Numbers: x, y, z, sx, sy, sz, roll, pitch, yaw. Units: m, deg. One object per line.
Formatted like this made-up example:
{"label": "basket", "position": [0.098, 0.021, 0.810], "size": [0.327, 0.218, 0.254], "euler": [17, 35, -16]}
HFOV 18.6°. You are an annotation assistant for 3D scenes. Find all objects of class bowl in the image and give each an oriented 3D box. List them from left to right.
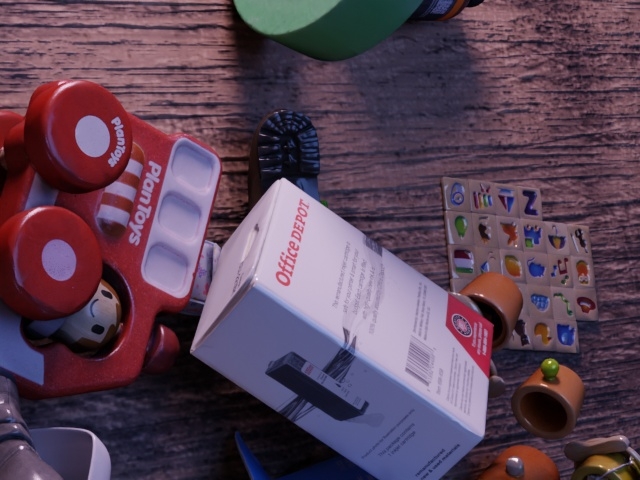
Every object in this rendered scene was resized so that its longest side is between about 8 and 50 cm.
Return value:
{"label": "bowl", "position": [-0.246, 0.241, 1.737], "size": [0.053, 0.142, 0.142], "euler": [37, 56, -46]}

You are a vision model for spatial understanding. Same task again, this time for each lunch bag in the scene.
{"label": "lunch bag", "position": [-0.128, 0.035, 1.945], "size": [0.083, 0.053, 0.071], "euler": [19, 66, -42]}

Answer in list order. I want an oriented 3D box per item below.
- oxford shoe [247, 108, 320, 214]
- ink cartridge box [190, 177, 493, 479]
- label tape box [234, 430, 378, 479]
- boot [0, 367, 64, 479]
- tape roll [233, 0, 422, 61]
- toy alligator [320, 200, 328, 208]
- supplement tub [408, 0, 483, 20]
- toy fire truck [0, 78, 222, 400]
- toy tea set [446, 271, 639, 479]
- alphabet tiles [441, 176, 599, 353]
{"label": "oxford shoe", "position": [-0.039, -0.023, 2.015], "size": [0.083, 0.096, 0.227], "euler": [4, 97, -12]}
{"label": "ink cartridge box", "position": [0.025, 0.093, 1.887], "size": [0.273, 0.114, 0.197], "euler": [36, 30, -14]}
{"label": "label tape box", "position": [0.082, 0.316, 1.910], "size": [0.115, 0.249, 0.347], "euler": [-41, 111, 1]}
{"label": "boot", "position": [-0.305, 0.293, 1.660], "size": [0.118, 0.338, 0.223], "euler": [17, 23, -39]}
{"label": "tape roll", "position": [0.030, -0.345, 2.002], "size": [0.077, 0.321, 0.321], "euler": [22, 65, -34]}
{"label": "toy alligator", "position": [0.000, 0.000, 2.067], "size": [0.051, 0.056, 0.189], "euler": [50, 33, -76]}
{"label": "supplement tub", "position": [0.102, -0.299, 2.195], "size": [0.198, 0.106, 0.106], "euler": [-3, 80, -41]}
{"label": "toy fire truck", "position": [-0.215, 0.007, 1.805], "size": [0.254, 0.169, 0.302], "euler": [28, 62, -35]}
{"label": "toy tea set", "position": [0.193, 0.199, 2.074], "size": [0.336, 0.200, 0.124], "euler": [56, 42, -14]}
{"label": "alphabet tiles", "position": [0.237, 0.032, 2.282], "size": [0.237, 0.009, 0.198], "euler": [6, 74, -39]}
